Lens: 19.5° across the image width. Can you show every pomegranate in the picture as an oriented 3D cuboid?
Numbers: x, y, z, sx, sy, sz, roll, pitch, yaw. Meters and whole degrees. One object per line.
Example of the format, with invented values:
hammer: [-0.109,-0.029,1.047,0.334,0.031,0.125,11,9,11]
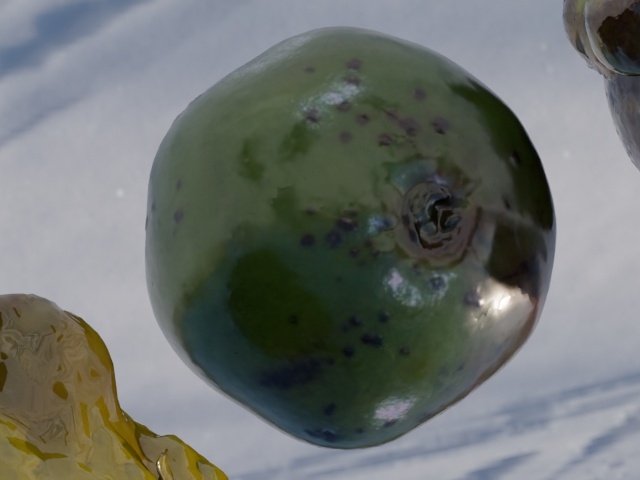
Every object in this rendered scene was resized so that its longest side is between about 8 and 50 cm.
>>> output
pomegranate: [0.000,0.000,0.831,0.181,0.182,0.224,-3,178,-19]

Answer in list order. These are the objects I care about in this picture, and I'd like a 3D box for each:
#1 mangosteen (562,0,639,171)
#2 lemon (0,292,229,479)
mangosteen: [0.204,-0.111,0.865,0.192,0.192,0.217,-28,125,35]
lemon: [-0.132,0.170,0.582,0.245,0.320,0.245,21,-175,-2]
